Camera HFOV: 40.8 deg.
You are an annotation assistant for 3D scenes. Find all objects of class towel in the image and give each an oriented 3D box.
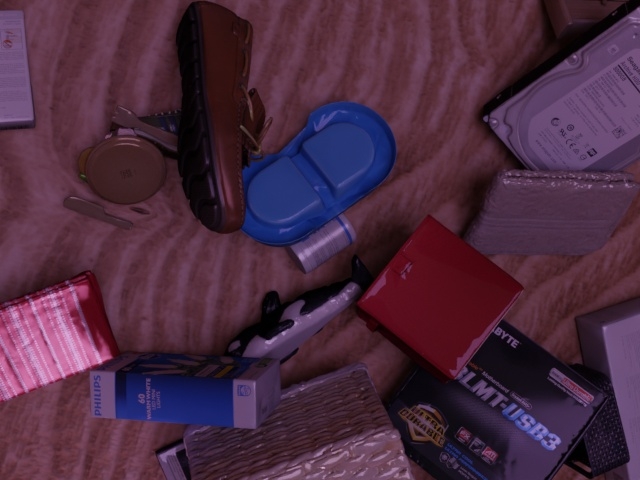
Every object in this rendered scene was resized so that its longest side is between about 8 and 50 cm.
[{"bbox_3d":[-0.452,0.157,1.295,0.275,0.031,0.198,-19,135,-14],"label":"towel"},{"bbox_3d":[0.403,-0.050,1.514,0.283,0.049,0.187,1,136,-16],"label":"towel"}]

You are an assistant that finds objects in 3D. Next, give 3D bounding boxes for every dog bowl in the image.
[{"bbox_3d":[-0.014,-0.100,1.399,0.297,0.074,0.166,-35,76,-11],"label":"dog bowl"}]

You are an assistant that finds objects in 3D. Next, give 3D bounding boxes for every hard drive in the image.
[{"bbox_3d":[0.481,-0.232,1.463,0.339,0.064,0.237,-35,110,30],"label":"hard drive"}]

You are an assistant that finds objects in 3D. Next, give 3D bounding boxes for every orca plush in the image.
[{"bbox_3d":[-0.054,0.112,1.419,0.287,0.151,0.102,-41,69,5],"label":"orca plush"}]

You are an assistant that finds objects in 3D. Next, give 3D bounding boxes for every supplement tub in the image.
[{"bbox_3d":[0.000,0.000,1.441,0.107,0.071,0.071,-34,104,-12],"label":"supplement tub"}]

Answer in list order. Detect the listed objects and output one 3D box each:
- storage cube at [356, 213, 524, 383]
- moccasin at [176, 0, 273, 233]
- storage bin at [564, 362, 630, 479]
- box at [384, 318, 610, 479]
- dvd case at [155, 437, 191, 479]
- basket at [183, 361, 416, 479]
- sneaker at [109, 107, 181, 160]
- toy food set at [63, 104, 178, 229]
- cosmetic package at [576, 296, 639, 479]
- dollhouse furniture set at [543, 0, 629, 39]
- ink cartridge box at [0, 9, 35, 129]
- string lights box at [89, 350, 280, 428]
[{"bbox_3d":[0.193,0.101,1.415,0.193,0.183,0.215,39,83,10],"label":"storage cube"},{"bbox_3d":[-0.138,-0.185,1.298,0.147,0.139,0.379,8,56,-26],"label":"moccasin"},{"bbox_3d":[0.487,0.332,1.591,0.084,0.122,0.180,-20,100,-14],"label":"storage bin"},{"bbox_3d":[0.291,0.298,1.492,0.296,0.073,0.293,38,85,12],"label":"box"},{"bbox_3d":[-0.135,0.385,1.458,0.239,0.029,0.179,-23,102,-13],"label":"dvd case"},{"bbox_3d":[-0.012,0.419,1.327,0.332,0.266,0.328,-20,102,-4],"label":"basket"},{"bbox_3d":[-0.229,-0.178,1.366,0.192,0.064,0.086,18,76,-13],"label":"sneaker"},{"bbox_3d":[-0.306,-0.114,1.334,0.132,0.038,0.192,24,115,-28],"label":"toy food set"},{"bbox_3d":[0.667,0.292,1.656,0.285,0.097,0.377,-15,99,-13],"label":"cosmetic package"},{"bbox_3d":[0.530,-0.466,1.397,0.174,0.355,0.303,-4,67,-17],"label":"dollhouse furniture set"},{"bbox_3d":[-0.511,-0.253,1.290,0.146,0.045,0.179,-6,78,-16],"label":"ink cartridge box"},{"bbox_3d":[-0.203,0.225,1.312,0.260,0.133,0.076,1,97,12],"label":"string lights box"}]
